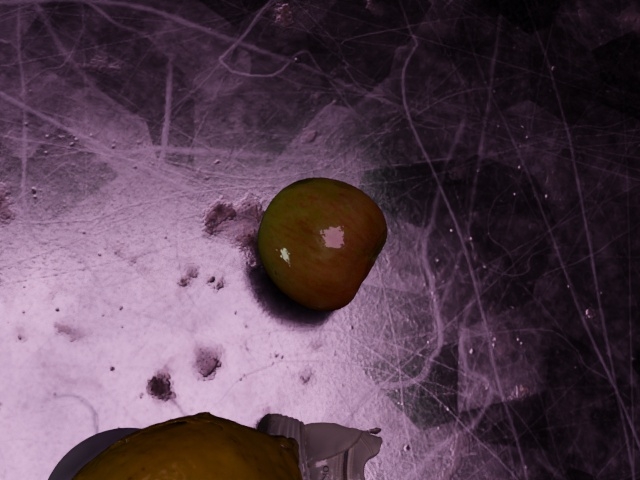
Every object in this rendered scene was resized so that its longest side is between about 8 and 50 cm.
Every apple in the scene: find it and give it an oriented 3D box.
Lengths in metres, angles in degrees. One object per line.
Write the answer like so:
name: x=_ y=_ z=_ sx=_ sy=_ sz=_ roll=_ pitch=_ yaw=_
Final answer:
apple: x=0.000 y=0.000 z=1.539 sx=0.196 sy=0.196 sz=0.196 roll=3 pitch=76 yaw=-11

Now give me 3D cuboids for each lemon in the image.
lemon: x=-0.141 y=0.307 z=1.064 sx=0.310 sy=0.253 sz=0.253 roll=-33 pitch=85 yaw=-16

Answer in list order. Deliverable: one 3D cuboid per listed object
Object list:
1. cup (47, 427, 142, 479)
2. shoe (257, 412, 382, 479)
cup: x=-0.249 y=0.347 z=1.329 sx=0.212 sy=0.317 sz=0.212 roll=3 pitch=75 yaw=-12
shoe: x=0.015 y=0.415 z=1.464 sx=0.211 sy=0.132 sz=0.342 roll=1 pitch=72 yaw=-9
